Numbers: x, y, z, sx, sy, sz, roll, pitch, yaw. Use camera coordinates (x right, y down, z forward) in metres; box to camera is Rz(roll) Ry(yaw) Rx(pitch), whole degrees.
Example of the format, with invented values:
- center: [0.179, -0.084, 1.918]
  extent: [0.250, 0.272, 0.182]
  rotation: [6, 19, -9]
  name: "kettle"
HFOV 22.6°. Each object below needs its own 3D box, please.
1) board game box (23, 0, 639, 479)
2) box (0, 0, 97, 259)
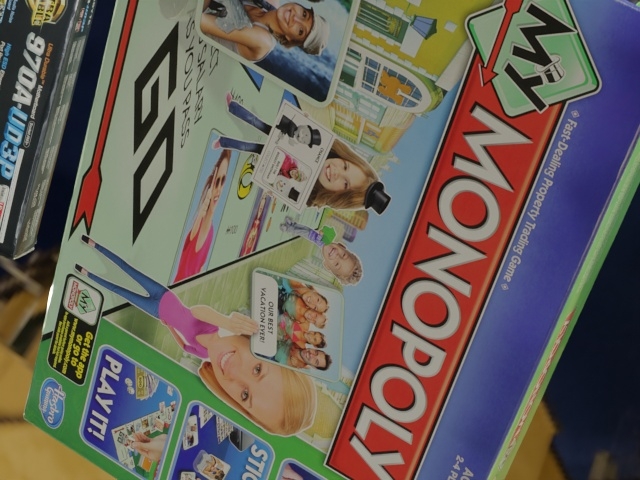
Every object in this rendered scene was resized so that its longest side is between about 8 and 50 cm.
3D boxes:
- center: [0.000, 0.000, 0.647]
  extent: [0.213, 0.046, 0.317]
  rotation: [30, -55, 18]
  name: "board game box"
- center: [-0.264, -0.116, 1.130]
  extent: [0.175, 0.051, 0.220]
  rotation: [17, -76, 5]
  name: "box"
